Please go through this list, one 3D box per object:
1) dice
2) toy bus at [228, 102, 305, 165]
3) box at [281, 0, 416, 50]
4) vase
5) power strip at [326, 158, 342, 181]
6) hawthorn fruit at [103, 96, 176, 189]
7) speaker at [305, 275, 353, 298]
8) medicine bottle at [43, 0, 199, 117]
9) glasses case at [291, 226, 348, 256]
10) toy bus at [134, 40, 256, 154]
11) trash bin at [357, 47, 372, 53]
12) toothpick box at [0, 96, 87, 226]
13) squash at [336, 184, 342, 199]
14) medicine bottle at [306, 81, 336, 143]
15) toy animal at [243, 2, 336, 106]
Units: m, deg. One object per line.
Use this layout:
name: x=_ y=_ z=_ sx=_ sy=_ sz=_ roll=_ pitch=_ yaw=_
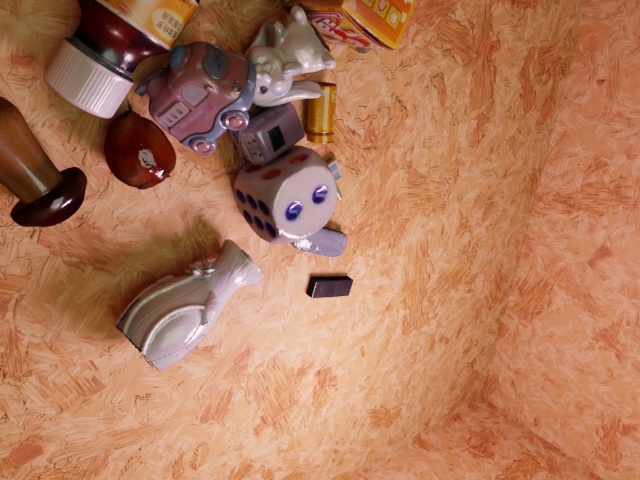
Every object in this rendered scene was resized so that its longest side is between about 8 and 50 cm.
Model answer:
dice: x=-0.115 y=-0.150 z=1.603 sx=0.251 sy=0.259 sz=0.243 roll=-35 pitch=128 yaw=-23
toy bus: x=-0.166 y=-0.336 z=1.539 sx=0.202 sy=0.142 sz=0.142 roll=-39 pitch=132 yaw=-21
box: x=0.088 y=-0.716 z=1.472 sx=0.259 sy=0.283 sz=0.214 roll=15 pitch=99 yaw=-45
vase: x=-0.394 y=0.191 z=1.553 sx=0.445 sy=0.249 sz=0.250 roll=-42 pitch=133 yaw=-25
power strip: x=0.000 y=-0.225 z=1.824 sx=0.192 sy=0.035 sz=0.082 roll=-38 pitch=132 yaw=-22
hawthorn fruit: x=-0.482 y=-0.253 z=1.296 sx=0.181 sy=0.181 sz=0.235 roll=-26 pitch=114 yaw=-30
speaker: x=0.041 y=0.192 z=2.066 sx=0.218 sy=0.044 sz=0.082 roll=1 pitch=110 yaw=-43
medicine bottle: x=-0.461 y=-0.486 z=1.147 sx=0.242 sy=0.242 sz=0.395 roll=21 pitch=108 yaw=-46
glasses case: x=0.000 y=0.000 z=1.916 sx=0.282 sy=0.067 sz=0.109 roll=11 pitch=106 yaw=-46
toy bus: x=-0.318 y=-0.386 z=1.289 sx=0.231 sy=0.294 sz=0.197 roll=30 pitch=48 yaw=-38
trash bin: x=0.172 y=-0.698 z=1.730 sx=0.092 sy=0.043 sz=0.061 roll=-34 pitch=130 yaw=-26
toothpick box: x=-0.681 y=-0.168 z=1.138 sx=0.192 sy=0.192 sz=0.294 roll=-42 pitch=128 yaw=-18
squash: x=0.058 y=-0.193 z=1.897 sx=0.027 sy=0.027 sz=0.083 roll=-42 pitch=133 yaw=-18
medicine bottle: x=0.003 y=-0.432 z=1.676 sx=0.096 sy=0.096 sz=0.192 roll=-16 pitch=120 yaw=-36
toy animal: x=-0.114 y=-0.531 z=1.459 sx=0.289 sy=0.174 sz=0.249 roll=-13 pitch=89 yaw=-10
